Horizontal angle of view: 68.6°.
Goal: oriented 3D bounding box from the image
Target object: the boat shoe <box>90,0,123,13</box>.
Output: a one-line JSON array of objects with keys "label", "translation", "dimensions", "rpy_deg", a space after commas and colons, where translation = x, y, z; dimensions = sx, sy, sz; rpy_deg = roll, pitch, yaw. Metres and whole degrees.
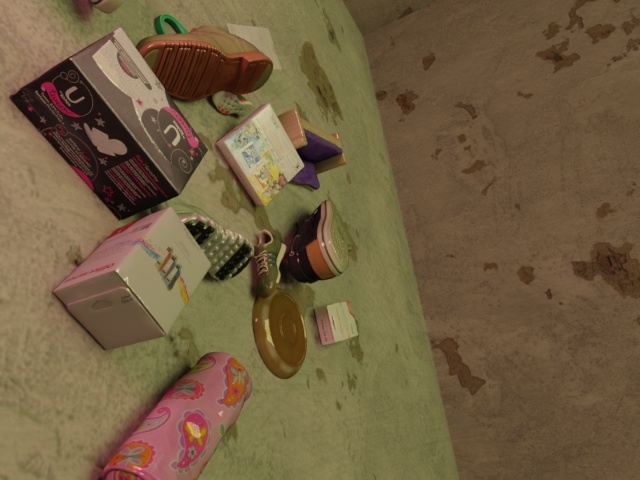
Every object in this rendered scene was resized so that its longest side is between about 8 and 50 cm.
[{"label": "boat shoe", "translation": [-0.445, -0.582, 0.855], "dimensions": [0.158, 0.127, 0.341], "rpy_deg": [20, 47, -55]}]

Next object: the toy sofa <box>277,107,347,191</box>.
[{"label": "toy sofa", "translation": [-0.044, -0.278, 1.515], "dimensions": [0.362, 0.150, 0.177], "rpy_deg": [2, 72, -67]}]

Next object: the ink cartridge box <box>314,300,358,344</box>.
[{"label": "ink cartridge box", "translation": [0.043, 0.252, 1.436], "dimensions": [0.198, 0.067, 0.115], "rpy_deg": [13, 62, -67]}]

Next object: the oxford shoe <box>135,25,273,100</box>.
[{"label": "oxford shoe", "translation": [-0.285, -0.428, 1.101], "dimensions": [0.146, 0.140, 0.397], "rpy_deg": [48, 30, 12]}]

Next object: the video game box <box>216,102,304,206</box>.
[{"label": "video game box", "translation": [-0.153, -0.226, 1.250], "dimensions": [0.187, 0.048, 0.205], "rpy_deg": [-51, 125, -32]}]

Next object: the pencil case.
[{"label": "pencil case", "translation": [-0.213, 0.299, 0.738], "dimensions": [0.124, 0.124, 0.284], "rpy_deg": [66, 24, -15]}]

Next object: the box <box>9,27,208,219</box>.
[{"label": "box", "translation": [-0.329, -0.190, 0.782], "dimensions": [0.247, 0.142, 0.163], "rpy_deg": [59, 26, -32]}]

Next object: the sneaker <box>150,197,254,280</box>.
[{"label": "sneaker", "translation": [-0.229, -0.006, 0.943], "dimensions": [0.118, 0.110, 0.292], "rpy_deg": [43, -4, 27]}]

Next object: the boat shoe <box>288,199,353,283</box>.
[{"label": "boat shoe", "translation": [0.000, 0.000, 1.422], "dimensions": [0.187, 0.155, 0.500], "rpy_deg": [62, 12, -12]}]

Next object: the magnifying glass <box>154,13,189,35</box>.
[{"label": "magnifying glass", "translation": [-0.325, -0.493, 1.176], "dimensions": [0.231, 0.026, 0.092], "rpy_deg": [-5, 78, -68]}]

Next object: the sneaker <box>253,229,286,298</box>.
[{"label": "sneaker", "translation": [-0.142, 0.049, 1.166], "dimensions": [0.086, 0.064, 0.192], "rpy_deg": [50, 30, -29]}]

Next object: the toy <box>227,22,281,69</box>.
[{"label": "toy", "translation": [-0.217, -0.594, 1.467], "dimensions": [0.237, 0.056, 0.137], "rpy_deg": [-40, 115, -61]}]

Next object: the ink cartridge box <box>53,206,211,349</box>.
[{"label": "ink cartridge box", "translation": [-0.281, 0.058, 0.729], "dimensions": [0.127, 0.128, 0.176], "rpy_deg": [62, 25, -25]}]

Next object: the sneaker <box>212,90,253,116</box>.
[{"label": "sneaker", "translation": [-0.247, -0.377, 1.257], "dimensions": [0.065, 0.061, 0.158], "rpy_deg": [49, 16, 15]}]

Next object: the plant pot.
[{"label": "plant pot", "translation": [-0.092, 0.226, 1.184], "dimensions": [0.236, 0.032, 0.236], "rpy_deg": [48, 33, -47]}]
